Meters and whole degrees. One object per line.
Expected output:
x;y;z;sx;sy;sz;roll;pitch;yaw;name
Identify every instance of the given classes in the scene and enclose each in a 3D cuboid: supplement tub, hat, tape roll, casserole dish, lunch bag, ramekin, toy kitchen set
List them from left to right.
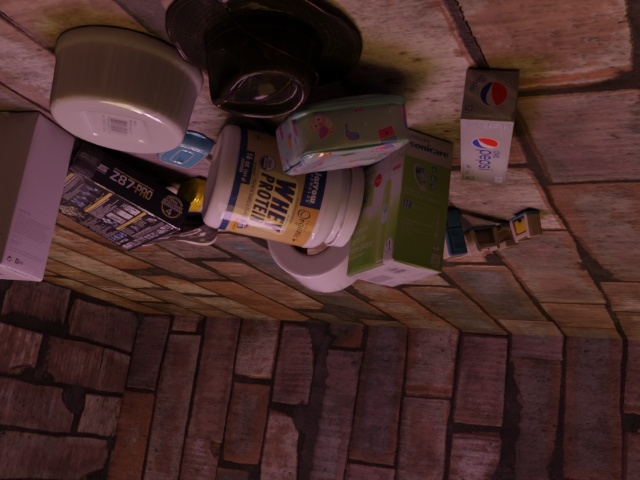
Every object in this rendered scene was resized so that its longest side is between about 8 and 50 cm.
-0.368;-0.268;1.412;0.277;0.135;0.277;8;164;2;ramekin
-0.323;-0.212;1.779;0.114;0.037;0.188;16;164;-25;casserole dish
-0.102;-0.279;1.245;0.331;0.134;0.331;7;165;2;hat
-0.083;-0.111;1.656;0.316;0.229;0.228;12;164;-15;supplement tub
0.000;0.000;1.982;0.246;0.246;0.169;3;163;17;tape roll
0.041;-0.195;1.404;0.223;0.108;0.279;-11;-179;-12;lunch bag
0.427;-0.041;1.928;0.207;0.122;0.166;-8;170;-18;toy kitchen set

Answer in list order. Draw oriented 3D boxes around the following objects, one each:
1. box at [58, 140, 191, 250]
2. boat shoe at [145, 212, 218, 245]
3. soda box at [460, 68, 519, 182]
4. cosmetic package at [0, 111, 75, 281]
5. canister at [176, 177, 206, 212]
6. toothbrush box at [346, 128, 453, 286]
-0.573;-0.105;2.052;0.318;0.097;0.395;30;157;-25;box
-0.485;-0.048;2.345;0.334;0.112;0.096;1;147;5;boat shoe
0.305;-0.201;1.378;0.091;0.098;0.286;6;164;12;soda box
-0.728;-0.103;1.755;0.196;0.366;0.155;4;163;20;cosmetic package
-0.291;-0.108;2.068;0.169;0.073;0.126;17;163;-35;canister
0.166;-0.062;1.599;0.122;0.283;0.206;16;163;-22;toothbrush box
